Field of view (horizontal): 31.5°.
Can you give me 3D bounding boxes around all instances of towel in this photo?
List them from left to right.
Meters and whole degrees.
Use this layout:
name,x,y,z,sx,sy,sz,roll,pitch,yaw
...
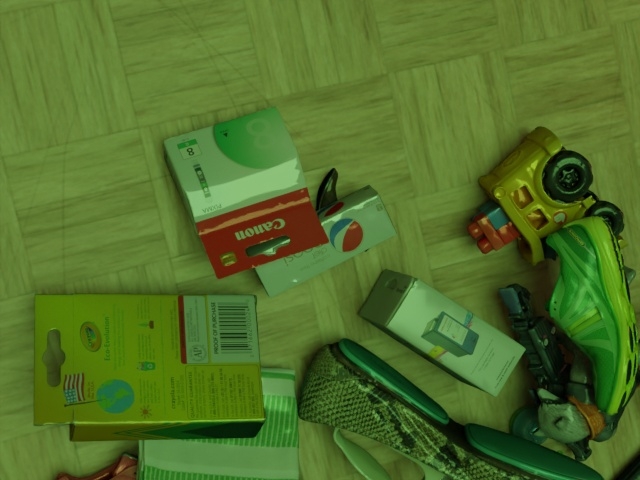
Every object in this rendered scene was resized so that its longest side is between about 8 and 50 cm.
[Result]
name,x,y,z,sx,sy,sz,roll,pitch,yaw
towel,-0.147,0.329,1.636,0.248,0.038,0.325,7,60,-15

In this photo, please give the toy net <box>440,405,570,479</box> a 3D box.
name,x,y,z,sx,sy,sz,roll,pitch,yaw
toy net,0.285,0.366,1.833,0.232,0.045,0.122,-27,102,-11

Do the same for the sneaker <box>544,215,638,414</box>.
name,x,y,z,sx,sy,sz,roll,pitch,yaw
sneaker,0.406,0.115,1.708,0.123,0.109,0.295,-11,83,25

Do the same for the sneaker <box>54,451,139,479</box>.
name,x,y,z,sx,sy,sz,roll,pitch,yaw
sneaker,-0.244,0.371,1.649,0.314,0.116,0.136,-9,93,-15

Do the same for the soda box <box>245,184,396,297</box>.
name,x,y,z,sx,sy,sz,roll,pitch,yaw
soda box,0.000,0.000,1.703,0.216,0.069,0.074,-27,109,-3

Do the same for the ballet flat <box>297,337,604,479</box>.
name,x,y,z,sx,sy,sz,roll,pitch,yaw
ballet flat,0.184,0.328,1.727,0.483,0.164,0.182,27,100,2

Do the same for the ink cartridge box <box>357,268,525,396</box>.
name,x,y,z,sx,sy,sz,roll,pitch,yaw
ink cartridge box,0.181,0.139,1.736,0.212,0.154,0.093,35,84,-15

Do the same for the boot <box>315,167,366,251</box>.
name,x,y,z,sx,sy,sz,roll,pitch,yaw
boot,0.048,-0.046,1.754,0.114,0.037,0.106,19,100,-12

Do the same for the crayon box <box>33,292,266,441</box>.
name,x,y,z,sx,sy,sz,roll,pitch,yaw
crayon box,-0.247,0.178,1.616,0.318,0.081,0.202,2,62,-15

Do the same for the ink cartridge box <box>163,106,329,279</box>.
name,x,y,z,sx,sy,sz,roll,pitch,yaw
ink cartridge box,-0.108,-0.073,1.650,0.181,0.056,0.224,-19,63,-14

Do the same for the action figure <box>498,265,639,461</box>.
name,x,y,z,sx,sy,sz,roll,pitch,yaw
action figure,0.433,0.176,1.788,0.330,0.178,0.341,-47,117,-28

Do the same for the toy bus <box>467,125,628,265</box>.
name,x,y,z,sx,sy,sz,roll,pitch,yaw
toy bus,0.345,-0.036,1.791,0.211,0.149,0.220,-38,104,2

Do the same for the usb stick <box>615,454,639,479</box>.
name,x,y,z,sx,sy,sz,roll,pitch,yaw
usb stick,0.528,0.418,1.897,0.278,0.045,0.077,-44,101,-10
